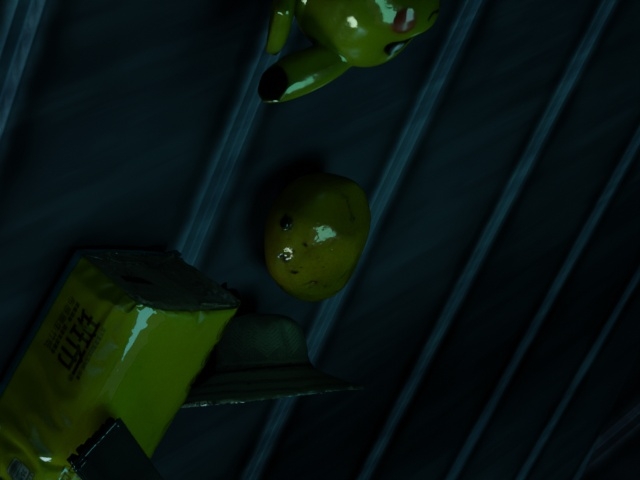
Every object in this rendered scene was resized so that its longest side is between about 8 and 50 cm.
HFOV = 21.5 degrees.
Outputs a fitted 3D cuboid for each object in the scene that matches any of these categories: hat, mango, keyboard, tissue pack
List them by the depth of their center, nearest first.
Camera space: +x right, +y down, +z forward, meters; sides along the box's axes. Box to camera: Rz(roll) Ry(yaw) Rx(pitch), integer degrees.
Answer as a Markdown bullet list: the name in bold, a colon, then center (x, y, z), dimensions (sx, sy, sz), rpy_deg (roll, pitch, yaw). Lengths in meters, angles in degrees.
- **keyboard**: center (-0.216, 0.252, 1.812), dimensions (0.072, 0.023, 0.231), rpy_deg (-49, 157, -15)
- **tissue pack**: center (-0.229, 0.146, 1.824), dimensions (0.192, 0.134, 0.271), rpy_deg (-1, 126, -58)
- **mango**: center (0.000, 0.000, 2.041), dimensions (0.147, 0.109, 0.227), rpy_deg (-48, 157, -14)
- **hat**: center (-0.075, 0.145, 2.100), dimensions (0.252, 0.252, 0.110), rpy_deg (4, 80, -61)

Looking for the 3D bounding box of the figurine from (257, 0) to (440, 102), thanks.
- **figurine**: center (0.038, -0.281, 1.643), dimensions (0.218, 0.169, 0.327), rpy_deg (-59, 161, -46)
